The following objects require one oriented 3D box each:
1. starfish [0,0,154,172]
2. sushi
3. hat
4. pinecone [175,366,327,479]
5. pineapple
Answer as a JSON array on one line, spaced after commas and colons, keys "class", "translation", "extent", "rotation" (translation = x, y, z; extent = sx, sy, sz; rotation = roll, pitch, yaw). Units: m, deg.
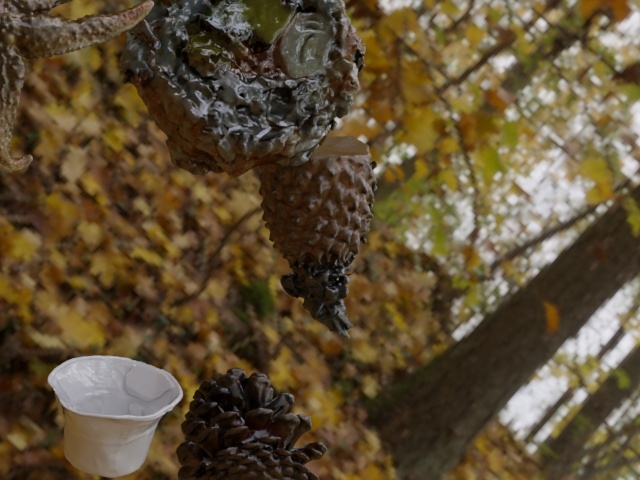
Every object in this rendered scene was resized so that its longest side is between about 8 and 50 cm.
[{"class": "starfish", "translation": [-0.392, -0.245, 1.452], "extent": [0.375, 0.327, 0.094], "rotation": [1, -16, -5]}, {"class": "sushi", "translation": [-0.123, -0.302, 1.942], "extent": [0.417, 0.417, 0.176], "rotation": [42, -21, 4]}, {"class": "hat", "translation": [-0.301, 0.260, 1.737], "extent": [0.203, 0.126, 0.203], "rotation": [9, 19, -3]}, {"class": "pinecone", "translation": [-0.123, 0.330, 1.993], "extent": [0.246, 0.246, 0.292], "rotation": [49, 12, -41]}, {"class": "pineapple", "translation": [-0.002, 0.000, 2.162], "extent": [0.223, 0.223, 0.357], "rotation": [28, -56, 60]}]
